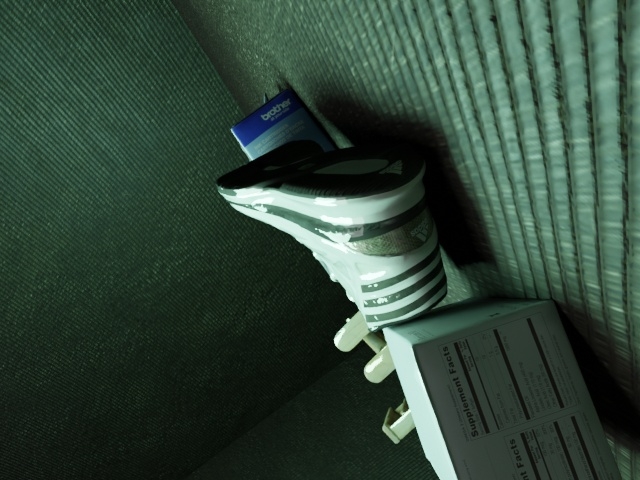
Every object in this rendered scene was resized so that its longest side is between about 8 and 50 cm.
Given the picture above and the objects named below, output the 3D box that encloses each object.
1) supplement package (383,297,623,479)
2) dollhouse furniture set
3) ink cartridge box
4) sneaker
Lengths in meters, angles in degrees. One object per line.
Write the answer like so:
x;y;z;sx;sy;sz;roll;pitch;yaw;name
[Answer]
0.185;0.185;0.529;0.262;0.145;0.204;80;171;-83;supplement package
0.217;0.428;1.522;0.394;0.256;0.362;45;-170;11;dollhouse furniture set
-0.033;-0.125;0.946;0.395;0.151;0.270;53;176;10;ink cartridge box
-0.001;0.001;0.654;0.447;0.169;0.258;21;139;57;sneaker
